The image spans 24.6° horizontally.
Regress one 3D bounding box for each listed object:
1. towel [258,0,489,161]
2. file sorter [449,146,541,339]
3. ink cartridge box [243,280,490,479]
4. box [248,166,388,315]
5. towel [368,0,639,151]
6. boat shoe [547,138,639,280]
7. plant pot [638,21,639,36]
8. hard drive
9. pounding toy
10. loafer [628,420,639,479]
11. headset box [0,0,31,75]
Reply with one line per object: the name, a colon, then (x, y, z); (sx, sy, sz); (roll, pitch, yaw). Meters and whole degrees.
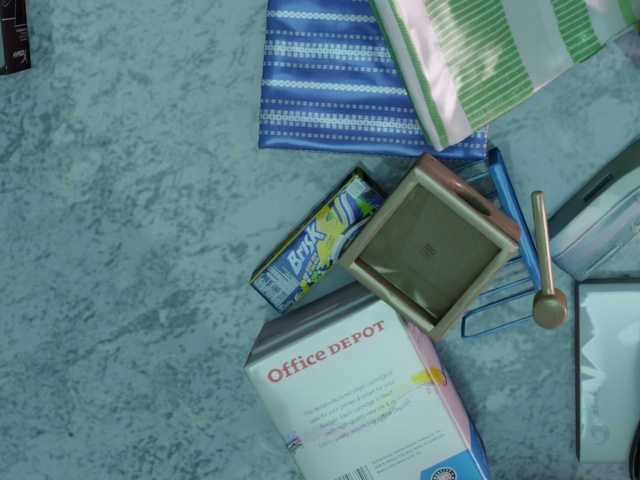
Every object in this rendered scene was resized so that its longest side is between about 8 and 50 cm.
towel: (0.066, -0.254, 1.516); (0.243, 0.040, 0.336); (4, 89, 3)
file sorter: (0.170, 0.006, 1.551); (0.104, 0.118, 0.170); (-21, 99, 11)
ink cartridge box: (0.052, 0.173, 1.560); (0.171, 0.168, 0.233); (-26, 98, 8)
box: (0.000, 0.000, 1.586); (0.054, 0.059, 0.169); (44, 100, -6)
towel: (0.208, -0.255, 1.421); (0.325, 0.038, 0.248); (-31, 126, -5)
boat shoe: (0.338, -0.044, 1.558); (0.227, 0.079, 0.081); (-41, 105, 14)
plant pot: (0.475, -0.189, 1.398); (0.254, 0.254, 0.239); (-38, 77, 9)
hard drive: (0.434, 0.139, 1.600); (0.307, 0.040, 0.203); (-2, 100, 3)
pounding toy: (0.157, 0.008, 1.444); (0.206, 0.094, 0.181); (38, 107, -1)
loafer: (0.394, 0.143, 1.532); (0.109, 0.095, 0.302); (9, 101, 1)
headset box: (-0.429, -0.315, 1.525); (0.218, 0.110, 0.293); (-3, 100, 3)
